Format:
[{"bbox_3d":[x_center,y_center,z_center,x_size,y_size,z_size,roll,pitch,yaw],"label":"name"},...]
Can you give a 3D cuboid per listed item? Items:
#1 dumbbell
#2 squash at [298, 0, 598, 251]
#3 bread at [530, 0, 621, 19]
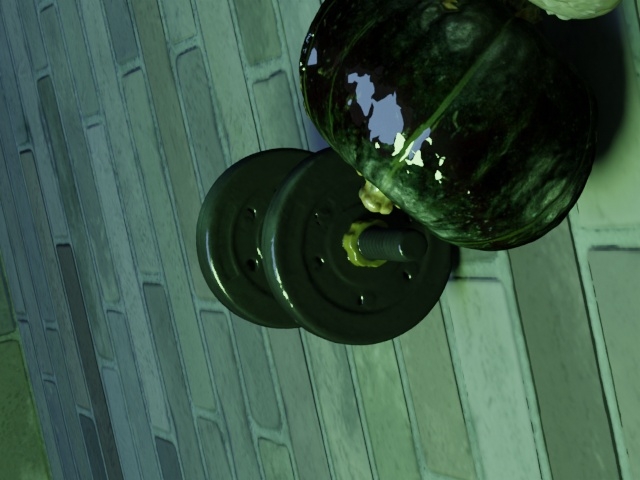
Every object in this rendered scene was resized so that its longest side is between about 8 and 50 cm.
[{"bbox_3d":[0.000,0.000,1.163,0.325,0.143,0.143,-176,74,-67],"label":"dumbbell"},{"bbox_3d":[0.074,-0.080,0.917,0.193,0.156,0.193,37,162,14],"label":"squash"},{"bbox_3d":[0.096,-0.217,0.818,0.337,0.102,0.183,51,179,45],"label":"bread"}]
